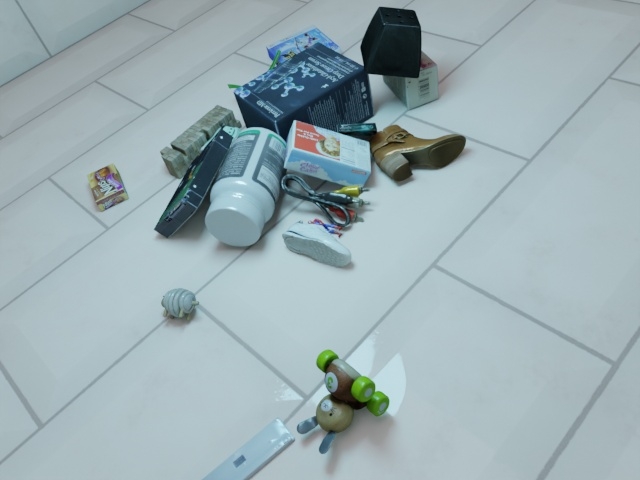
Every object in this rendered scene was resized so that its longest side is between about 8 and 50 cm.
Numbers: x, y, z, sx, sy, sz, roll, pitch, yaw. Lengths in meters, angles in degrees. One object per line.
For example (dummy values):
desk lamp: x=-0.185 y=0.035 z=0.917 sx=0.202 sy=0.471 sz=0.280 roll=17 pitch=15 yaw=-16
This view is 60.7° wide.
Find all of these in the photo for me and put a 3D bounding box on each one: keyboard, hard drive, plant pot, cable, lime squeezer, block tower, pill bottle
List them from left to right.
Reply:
hard drive: x=-0.414 y=-0.189 z=1.806 sx=0.237 sy=0.064 sz=0.339 roll=-34 pitch=29 yaw=44
block tower: x=-0.450 y=-0.379 z=2.054 sx=0.091 sy=0.097 sz=0.335 roll=26 pitch=59 yaw=32
keyboard: x=-0.178 y=0.508 z=1.237 sx=0.256 sy=0.014 sz=0.072 roll=-36 pitch=44 yaw=-17
pill bottle: x=-0.228 y=-0.172 z=1.729 sx=0.204 sy=0.204 sz=0.361 roll=1 pitch=49 yaw=16
lime squeezer: x=-0.259 y=-0.666 z=2.251 sx=0.059 sy=0.110 sz=0.310 roll=10 pitch=46 yaw=46
cable: x=0.009 y=-0.121 z=1.695 sx=0.287 sy=0.072 sz=0.140 roll=12 pitch=88 yaw=20
plant pot: x=0.245 y=-0.674 z=1.836 sx=0.188 sy=0.167 sz=0.187 roll=2 pitch=47 yaw=-6

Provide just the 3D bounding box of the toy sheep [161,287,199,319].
toy sheep: x=-0.396 y=0.178 z=1.544 sx=0.132 sy=0.091 sz=0.091 roll=1 pitch=49 yaw=23

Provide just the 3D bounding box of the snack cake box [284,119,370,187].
snack cake box: x=0.023 y=-0.273 z=1.748 sx=0.264 sy=0.089 sz=0.152 roll=14 pitch=48 yaw=-13

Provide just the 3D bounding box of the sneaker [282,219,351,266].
sneaker: x=0.000 y=0.000 z=1.598 sx=0.235 sy=0.090 sz=0.095 roll=23 pitch=49 yaw=30

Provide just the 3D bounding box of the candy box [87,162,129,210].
candy box: x=-0.783 y=-0.198 z=2.011 sx=0.109 sy=0.053 sz=0.187 roll=-27 pitch=46 yaw=-10

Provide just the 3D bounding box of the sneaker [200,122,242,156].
sneaker: x=-0.298 y=-0.349 z=1.971 sx=0.255 sy=0.094 sz=0.151 roll=15 pitch=62 yaw=24

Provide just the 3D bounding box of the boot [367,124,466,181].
boot: x=0.307 y=-0.312 z=1.792 sx=0.283 sy=0.109 sz=0.220 roll=-28 pitch=43 yaw=0

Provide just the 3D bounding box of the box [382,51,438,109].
box: x=0.325 y=-0.614 z=2.012 sx=0.126 sy=0.149 sz=0.232 roll=-22 pitch=47 yaw=-5

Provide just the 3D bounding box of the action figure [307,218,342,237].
action figure: x=0.010 y=-0.041 z=1.659 sx=0.115 sy=0.038 sz=0.030 roll=20 pitch=40 yaw=29

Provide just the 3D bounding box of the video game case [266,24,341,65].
video game case: x=-0.075 y=-0.815 z=2.364 sx=0.244 sy=0.061 sz=0.269 roll=-28 pitch=48 yaw=-8

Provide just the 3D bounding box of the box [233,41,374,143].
box: x=-0.056 y=-0.494 z=1.968 sx=0.395 sy=0.212 sz=0.293 roll=-35 pitch=50 yaw=-15

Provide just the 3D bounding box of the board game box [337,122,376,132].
board game box: x=0.127 y=-0.373 z=1.847 sx=0.126 sy=0.026 sz=0.186 roll=-2 pitch=6 yaw=8

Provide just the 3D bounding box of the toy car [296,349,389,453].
toy car: x=0.029 y=0.372 z=1.224 sx=0.188 sy=0.149 sz=0.155 roll=-49 pitch=41 yaw=-12
